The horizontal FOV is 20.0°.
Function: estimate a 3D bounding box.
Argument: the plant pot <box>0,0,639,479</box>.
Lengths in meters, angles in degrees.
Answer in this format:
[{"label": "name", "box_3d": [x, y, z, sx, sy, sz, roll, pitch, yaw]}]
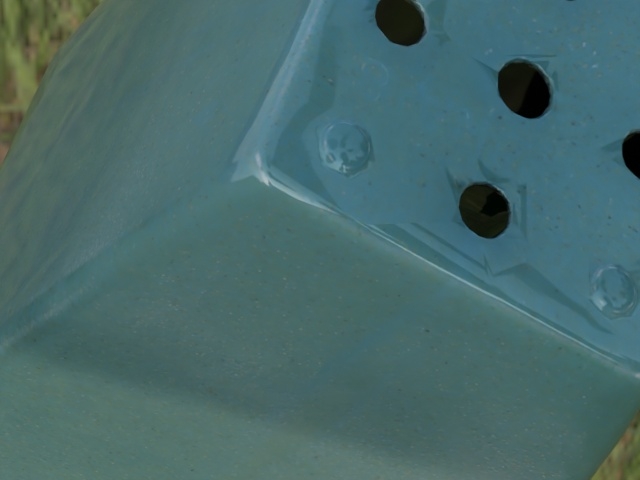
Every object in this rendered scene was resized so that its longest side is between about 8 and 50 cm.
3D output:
[{"label": "plant pot", "box_3d": [0.000, 0.000, 0.506, 0.165, 0.234, 0.165, 27, 63, -13]}]
